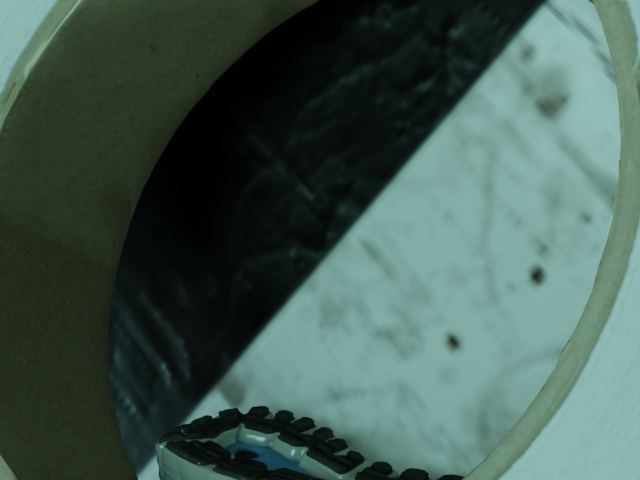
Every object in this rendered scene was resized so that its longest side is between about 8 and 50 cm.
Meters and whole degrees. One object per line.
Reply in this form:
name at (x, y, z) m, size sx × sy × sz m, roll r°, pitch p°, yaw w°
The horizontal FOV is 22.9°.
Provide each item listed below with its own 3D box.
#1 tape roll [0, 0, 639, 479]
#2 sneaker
tape roll at (0.000, 0.000, 0.420) m, size 0.392 × 0.072 × 0.392 m, roll -12°, pitch 66°, yaw 28°
sneaker at (0.018, 0.107, 0.467) m, size 0.162 × 0.063 × 0.073 m, roll 21°, pitch 115°, yaw 37°
